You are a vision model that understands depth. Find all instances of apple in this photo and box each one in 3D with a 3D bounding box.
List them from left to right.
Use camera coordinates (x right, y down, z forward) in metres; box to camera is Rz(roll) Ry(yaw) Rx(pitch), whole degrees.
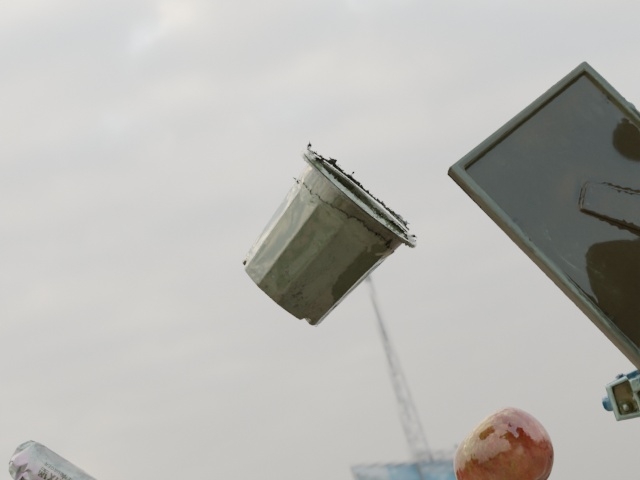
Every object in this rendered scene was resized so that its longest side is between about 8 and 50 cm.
[{"bbox_3d":[0.358,0.430,2.470,0.209,0.164,0.209,-36,-22,-18],"label":"apple"}]

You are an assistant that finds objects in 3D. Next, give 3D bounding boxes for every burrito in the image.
[{"bbox_3d":[-0.308,0.319,1.602,0.064,0.203,0.064,-56,-15,-24],"label":"burrito"}]

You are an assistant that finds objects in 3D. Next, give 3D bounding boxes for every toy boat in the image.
[{"bbox_3d":[0.602,0.256,2.230,0.215,0.088,0.102,-18,-10,7],"label":"toy boat"}]

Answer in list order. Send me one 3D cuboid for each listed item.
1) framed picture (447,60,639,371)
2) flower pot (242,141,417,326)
[{"bbox_3d":[0.469,-0.049,2.033,0.326,0.446,0.028,-38,-14,-18],"label":"framed picture"},{"bbox_3d":[0.000,0.000,2.342,0.259,0.290,0.290,-49,-25,9],"label":"flower pot"}]
